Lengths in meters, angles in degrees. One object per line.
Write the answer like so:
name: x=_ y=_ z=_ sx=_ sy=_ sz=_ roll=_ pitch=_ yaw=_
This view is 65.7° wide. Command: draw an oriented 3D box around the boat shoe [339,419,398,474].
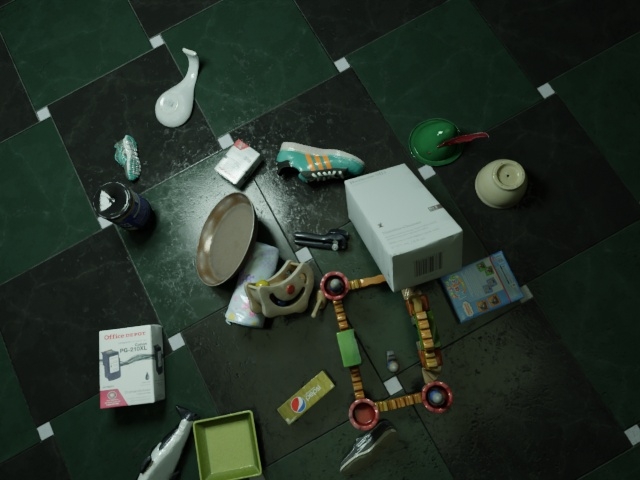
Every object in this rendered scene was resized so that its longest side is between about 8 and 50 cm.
boat shoe: x=0.137 y=0.617 z=1.479 sx=0.206 sy=0.075 sz=0.065 roll=-39 pitch=34 yaw=1

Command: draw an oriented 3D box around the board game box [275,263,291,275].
board game box: x=-0.168 y=0.172 z=1.607 sx=0.186 sy=0.026 sz=0.126 roll=-26 pitch=77 yaw=-1

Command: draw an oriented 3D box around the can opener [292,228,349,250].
can opener: x=0.000 y=0.000 z=1.623 sx=0.186 sy=0.073 sz=0.059 roll=0 pitch=117 yaw=8

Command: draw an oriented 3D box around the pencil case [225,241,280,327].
pencil case: x=-0.211 y=0.137 z=1.545 sx=0.124 sy=0.113 sz=0.273 roll=13 pitch=80 yaw=-10

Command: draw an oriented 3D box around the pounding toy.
pounding toy: x=-0.077 y=0.145 z=1.482 sx=0.155 sy=0.270 sz=0.154 roll=7 pitch=98 yaw=46

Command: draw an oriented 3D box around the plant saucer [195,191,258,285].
plant saucer: x=-0.291 y=-0.002 z=1.569 sx=0.311 sy=0.050 sz=0.310 roll=-24 pitch=55 yaw=40

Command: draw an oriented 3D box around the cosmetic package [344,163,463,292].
cosmetic package: x=0.231 y=-0.051 z=1.453 sx=0.217 sy=0.156 sz=0.385 roll=-18 pitch=41 yaw=-8

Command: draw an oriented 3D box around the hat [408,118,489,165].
hat: x=0.397 y=-0.353 z=1.593 sx=0.209 sy=0.183 sz=0.172 roll=-10 pitch=77 yaw=3

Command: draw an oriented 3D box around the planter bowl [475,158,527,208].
planter bowl: x=0.587 y=-0.192 z=1.581 sx=0.162 sy=0.109 sz=0.162 roll=-1 pitch=78 yaw=5

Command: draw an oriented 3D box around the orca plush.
orca plush: x=-0.489 y=0.636 z=1.498 sx=0.102 sy=0.151 sz=0.287 roll=14 pitch=81 yaw=39

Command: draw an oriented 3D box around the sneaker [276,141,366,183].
sneaker: x=-0.003 y=-0.238 z=1.647 sx=0.302 sy=0.108 sz=0.121 roll=13 pitch=80 yaw=16

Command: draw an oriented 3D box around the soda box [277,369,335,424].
soda box: x=-0.041 y=0.478 z=1.514 sx=0.181 sy=0.058 sz=0.061 roll=-40 pitch=77 yaw=-5

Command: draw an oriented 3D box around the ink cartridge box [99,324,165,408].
ink cartridge box: x=-0.591 y=0.392 z=1.557 sx=0.172 sy=0.100 sz=0.237 roll=-8 pitch=77 yaw=3

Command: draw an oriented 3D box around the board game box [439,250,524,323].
board game box: x=0.501 y=0.146 z=1.550 sx=0.212 sy=0.039 sz=0.160 roll=-22 pitch=77 yaw=-1

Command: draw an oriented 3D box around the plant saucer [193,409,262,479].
plant saucer: x=-0.280 y=0.627 z=1.508 sx=0.188 sy=0.045 sz=0.188 roll=-12 pitch=78 yaw=2

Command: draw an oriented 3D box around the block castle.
block castle: x=0.191 y=0.293 z=1.456 sx=0.303 sy=0.213 sz=0.453 roll=-13 pitch=77 yaw=2

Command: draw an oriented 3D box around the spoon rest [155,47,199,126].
spoon rest: x=-0.500 y=-0.538 z=1.774 sx=0.137 sy=0.084 sz=0.276 roll=24 pitch=94 yaw=11

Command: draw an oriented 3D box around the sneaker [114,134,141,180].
sneaker: x=-0.683 y=-0.282 z=1.741 sx=0.076 sy=0.065 sz=0.166 roll=-17 pitch=73 yaw=18

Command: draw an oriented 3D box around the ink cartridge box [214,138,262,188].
ink cartridge box: x=-0.280 y=-0.260 z=1.695 sx=0.099 sy=0.056 sz=0.135 roll=37 pitch=83 yaw=12

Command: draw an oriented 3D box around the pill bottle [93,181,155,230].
pill bottle: x=-0.625 y=-0.100 z=1.606 sx=0.123 sy=0.219 sz=0.122 roll=-1 pitch=77 yaw=5
